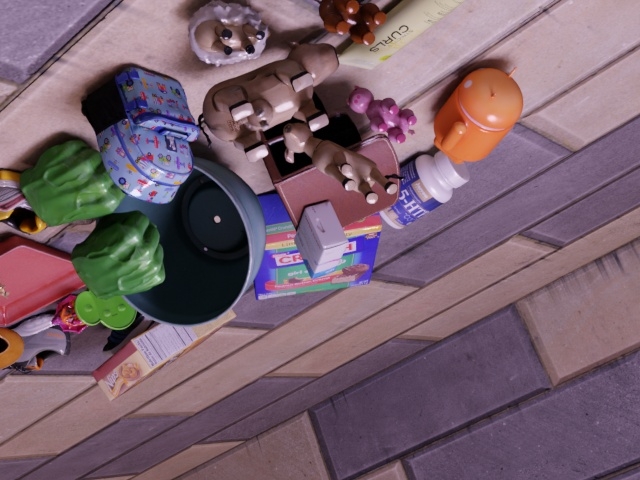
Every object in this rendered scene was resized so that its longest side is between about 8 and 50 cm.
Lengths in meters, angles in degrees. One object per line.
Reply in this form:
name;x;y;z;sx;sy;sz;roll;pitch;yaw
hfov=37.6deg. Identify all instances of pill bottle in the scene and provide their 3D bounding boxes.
pill bottle;0.211;-0.114;1.961;0.187;0.112;0.112;-33;156;28

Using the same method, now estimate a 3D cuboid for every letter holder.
letter holder;0.017;-0.144;1.670;0.214;0.152;0.302;-23;159;1

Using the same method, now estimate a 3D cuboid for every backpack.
backpack;-0.253;-0.147;1.384;0.117;0.173;0.158;-31;155;26

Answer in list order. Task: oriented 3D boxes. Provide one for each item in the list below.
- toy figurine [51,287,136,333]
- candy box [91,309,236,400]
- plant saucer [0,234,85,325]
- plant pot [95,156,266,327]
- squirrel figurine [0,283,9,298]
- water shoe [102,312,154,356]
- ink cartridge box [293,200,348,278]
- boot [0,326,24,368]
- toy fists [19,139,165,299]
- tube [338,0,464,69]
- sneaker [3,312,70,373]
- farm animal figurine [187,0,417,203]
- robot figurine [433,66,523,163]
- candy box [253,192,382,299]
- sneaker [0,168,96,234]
toy figurine;-0.498;0.150;1.959;0.159;0.130;0.173;-22;-179;31
candy box;-0.361;0.241;2.194;0.183;0.087;0.316;-38;176;37
plant saucer;-0.592;0.074;1.793;0.259;0.047;0.258;-27;158;15
plant pot;-0.213;-0.018;1.642;0.293;0.293;0.196;-31;-178;26
squirrel figurine;-0.703;0.064;1.467;0.370;0.281;0.397;-45;163;28
water shoe;-0.456;0.196;2.183;0.203;0.080;0.073;-38;-170;33
ink cartridge box;0.000;0.000;1.661;0.052;0.088;0.122;-17;158;-19
boot;-0.645;0.207;1.787;0.211;0.104;0.295;-9;171;38
toy fists;-0.349;-0.034;1.506;0.142;0.279;0.096;-18;-158;28
tube;0.129;-0.331;1.444;0.070;0.062;0.240;41;133;-20
sneaker;-0.675;0.249;2.059;0.272;0.108;0.100;-21;161;5
farm animal figurine;-0.031;-0.209;1.393;0.327;0.172;0.330;-12;119;-19
robot figurine;0.291;-0.232;1.731;0.158;0.128;0.219;-1;154;-21
candy box;-0.018;0.005;1.998;0.268;0.122;0.317;-8;156;-6
sneaker;-0.465;-0.046;1.551;0.088;0.092;0.225;-33;156;30
